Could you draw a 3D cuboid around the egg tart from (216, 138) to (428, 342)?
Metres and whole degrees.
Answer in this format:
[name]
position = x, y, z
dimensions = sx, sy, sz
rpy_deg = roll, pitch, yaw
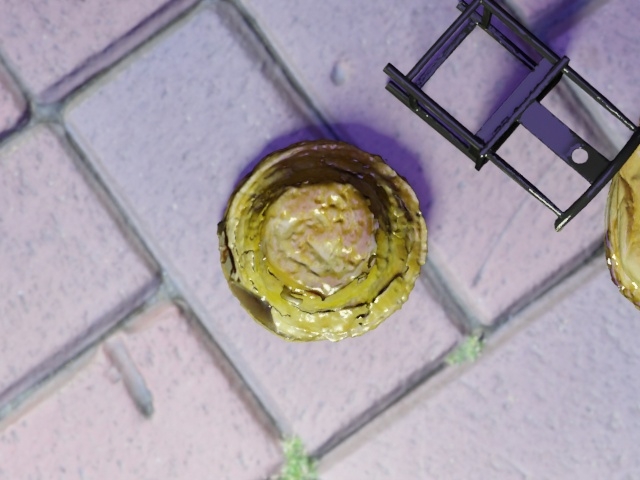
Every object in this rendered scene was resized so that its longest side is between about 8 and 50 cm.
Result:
[egg tart]
position = 0.000, 0.000, 1.817
dimensions = 0.241, 0.106, 0.241
rpy_deg = -1, 85, 6

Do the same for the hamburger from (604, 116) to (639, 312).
[hamburger]
position = 0.382, -0.035, 1.803
dimensions = 0.131, 0.124, 0.262
rpy_deg = 7, 83, 21

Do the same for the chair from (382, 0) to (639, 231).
[chair]
position = 0.212, -0.146, 1.795
dimensions = 0.260, 0.141, 0.154
rpy_deg = 42, 90, 5
